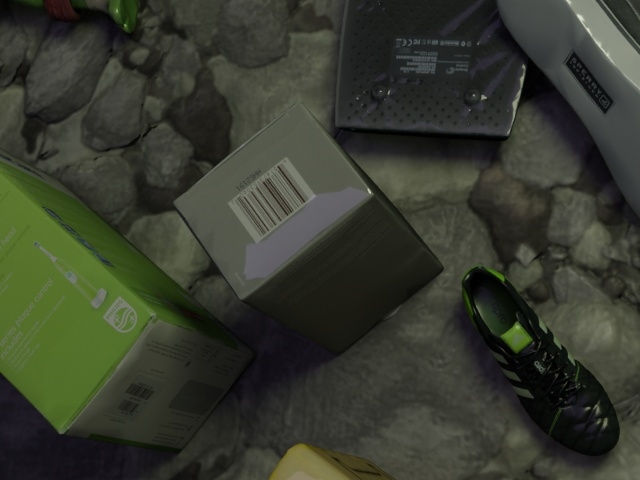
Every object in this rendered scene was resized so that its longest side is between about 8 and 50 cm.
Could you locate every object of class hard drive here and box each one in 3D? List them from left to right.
[{"bbox_3d":[0.110,-0.209,1.093,0.172,0.054,0.255,5,78,20],"label":"hard drive"}]

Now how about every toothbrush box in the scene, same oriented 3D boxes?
[{"bbox_3d":[-0.221,0.041,1.063,0.283,0.206,0.122,40,92,23],"label":"toothbrush box"}]

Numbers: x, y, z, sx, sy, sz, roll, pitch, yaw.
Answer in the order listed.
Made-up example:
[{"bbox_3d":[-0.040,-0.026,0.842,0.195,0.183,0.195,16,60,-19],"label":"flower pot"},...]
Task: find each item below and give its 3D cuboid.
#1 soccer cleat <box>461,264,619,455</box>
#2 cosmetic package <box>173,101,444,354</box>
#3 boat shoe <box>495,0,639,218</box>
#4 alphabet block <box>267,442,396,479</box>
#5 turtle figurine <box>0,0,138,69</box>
[{"bbox_3d":[0.167,0.095,0.985,0.060,0.072,0.179,-39,67,6],"label":"soccer cleat"},{"bbox_3d":[0.000,0.000,0.981,0.127,0.238,0.107,-39,70,3],"label":"cosmetic package"},{"bbox_3d":[0.264,-0.118,0.994,0.102,0.108,0.301,-30,76,-24],"label":"boat shoe"},{"bbox_3d":[0.033,0.286,0.918,0.197,0.193,0.192,34,88,24],"label":"alphabet block"},{"bbox_3d":[-0.325,-0.222,1.177,0.266,0.275,0.198,-4,109,14],"label":"turtle figurine"}]
